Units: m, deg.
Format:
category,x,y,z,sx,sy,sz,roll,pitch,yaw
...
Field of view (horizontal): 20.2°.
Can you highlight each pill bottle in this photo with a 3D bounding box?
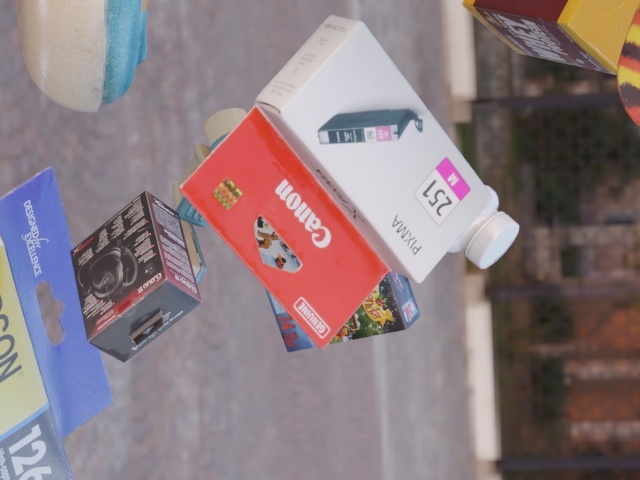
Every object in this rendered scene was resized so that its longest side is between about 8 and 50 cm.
category,x,y,z,sx,sy,sz,roll,pitch,yaw
pill bottle,0.152,-0.045,2.147,0.094,0.169,0.094,-41,159,-19

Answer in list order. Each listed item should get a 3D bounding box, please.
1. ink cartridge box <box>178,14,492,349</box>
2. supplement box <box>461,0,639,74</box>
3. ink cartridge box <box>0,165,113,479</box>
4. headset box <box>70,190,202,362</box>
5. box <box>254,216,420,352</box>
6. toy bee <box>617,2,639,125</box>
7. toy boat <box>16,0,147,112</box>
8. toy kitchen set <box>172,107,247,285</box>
category,x,y,z,sx,sy,sz,roll,pitch,yaw
ink cartridge box,0.021,-0.049,1.820,0.239,0.060,0.275,-50,126,-13
supplement box,0.320,-0.332,2.262,0.129,0.194,0.191,34,82,-40
ink cartridge box,-0.310,0.134,1.546,0.307,0.072,0.304,-32,137,-24
headset box,-0.104,0.023,1.012,0.032,0.062,0.083,36,24,-41
box,0.000,0.000,2.010,0.044,0.159,0.233,-36,110,-57
toy bee,0.308,-0.163,1.013,0.195,0.298,0.162,-99,175,-70
toy boat,-0.200,-0.290,1.586,0.267,0.148,0.318,103,-22,-57
toy kitchen set,-0.085,-0.027,2.108,0.207,0.166,0.122,-60,-154,23
